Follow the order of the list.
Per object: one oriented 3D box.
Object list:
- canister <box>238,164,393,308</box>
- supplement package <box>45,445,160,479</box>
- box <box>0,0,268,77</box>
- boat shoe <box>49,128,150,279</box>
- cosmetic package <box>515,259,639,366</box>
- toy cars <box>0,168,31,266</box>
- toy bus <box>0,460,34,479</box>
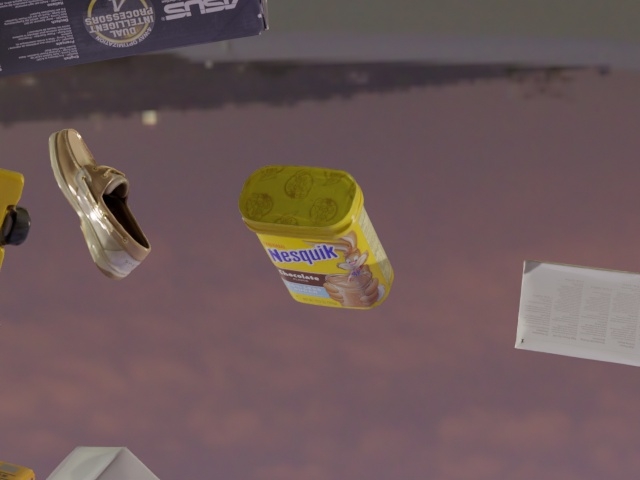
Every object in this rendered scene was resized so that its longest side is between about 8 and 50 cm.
[{"bbox_3d":[0.000,0.000,1.815,0.126,0.073,0.170,5,149,22],"label":"canister"},{"bbox_3d":[-0.114,0.274,1.234,0.134,0.244,0.139,-48,-167,-19],"label":"supplement package"},{"bbox_3d":[-0.251,-0.280,1.651,0.394,0.097,0.318,-10,-145,2],"label":"box"},{"bbox_3d":[-0.218,-0.045,1.751,0.059,0.170,0.063,-32,165,20],"label":"boat shoe"},{"bbox_3d":[0.328,0.082,1.822,0.239,0.099,0.060,8,-179,31],"label":"cosmetic package"},{"bbox_3d":[-0.356,-0.070,1.426,0.176,0.394,0.087,-31,-152,-16],"label":"toy cars"},{"bbox_3d":[-0.557,0.322,2.282,0.332,0.108,0.130,13,-168,9],"label":"toy bus"}]
